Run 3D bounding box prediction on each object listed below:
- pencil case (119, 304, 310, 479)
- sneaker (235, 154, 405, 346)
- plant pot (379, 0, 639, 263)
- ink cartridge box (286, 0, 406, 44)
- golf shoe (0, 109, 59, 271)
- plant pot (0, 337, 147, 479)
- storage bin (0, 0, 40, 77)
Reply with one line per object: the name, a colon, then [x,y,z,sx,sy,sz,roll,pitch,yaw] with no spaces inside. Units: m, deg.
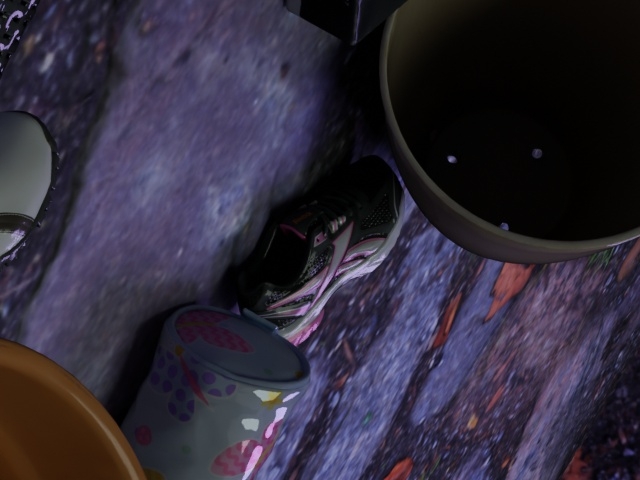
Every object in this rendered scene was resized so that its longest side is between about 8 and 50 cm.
pencil case: [-0.103,0.182,1.301,0.124,0.113,0.273,-17,134,-62]
sneaker: [0.000,0.000,1.351,0.178,0.072,0.077,-55,149,-24]
plant pot: [0.160,-0.085,1.395,0.256,0.256,0.274,-53,175,-13]
ink cartridge box: [0.102,-0.283,1.199,0.332,0.065,0.165,-45,155,-33]
golf shoe: [-0.201,-0.015,0.867,0.198,0.077,0.094,-45,155,-34]
plant pot: [-0.222,0.185,0.736,0.291,0.203,0.290,10,79,-58]
storage bin: [-0.186,-0.124,0.605,0.084,0.180,0.122,-61,159,7]
